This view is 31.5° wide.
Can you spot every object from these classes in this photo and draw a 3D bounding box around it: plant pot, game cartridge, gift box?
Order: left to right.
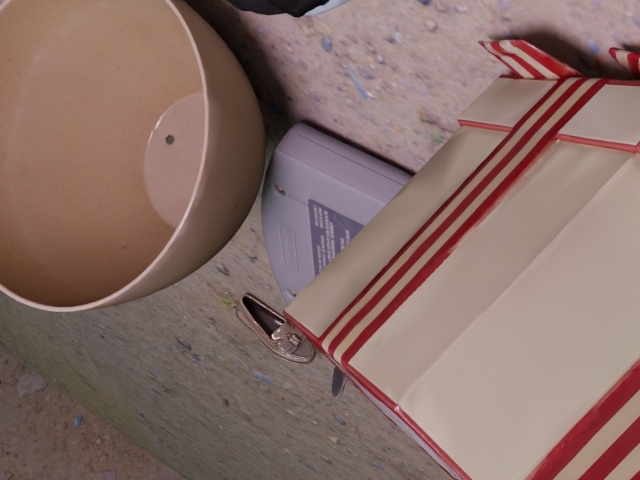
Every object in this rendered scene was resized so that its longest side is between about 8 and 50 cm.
[{"bbox_3d":[-0.157,-0.080,0.993,0.284,0.284,0.191,26,-170,29],"label":"plant pot"},{"bbox_3d":[0.036,0.019,1.070,0.196,0.060,0.294,24,149,18],"label":"game cartridge"},{"bbox_3d":[0.149,0.035,0.699,0.255,0.258,0.276,47,175,-23],"label":"gift box"}]

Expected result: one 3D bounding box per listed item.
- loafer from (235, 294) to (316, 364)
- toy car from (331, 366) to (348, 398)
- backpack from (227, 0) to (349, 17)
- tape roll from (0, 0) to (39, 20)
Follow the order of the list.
[{"bbox_3d":[-0.060,0.114,1.461,0.125,0.045,0.039,34,151,19],"label":"loafer"},{"bbox_3d":[0.074,0.077,0.914,0.149,0.155,0.188,33,152,-21],"label":"toy car"},{"bbox_3d":[-0.050,-0.268,0.461,0.355,0.273,0.290,62,154,0],"label":"backpack"},{"bbox_3d":[-0.303,-0.279,1.022,0.189,0.080,0.189,33,157,16],"label":"tape roll"}]
